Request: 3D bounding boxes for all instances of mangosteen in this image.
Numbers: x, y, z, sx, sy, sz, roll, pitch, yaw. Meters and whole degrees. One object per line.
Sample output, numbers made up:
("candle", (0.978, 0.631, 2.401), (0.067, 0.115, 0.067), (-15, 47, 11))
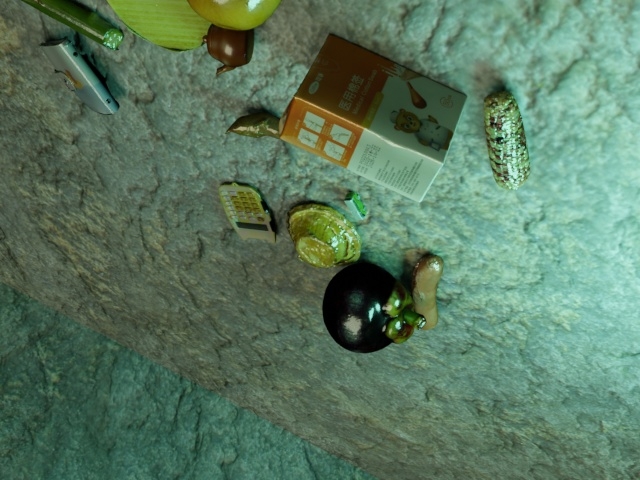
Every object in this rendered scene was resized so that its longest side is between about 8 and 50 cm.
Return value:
("mangosteen", (0.156, 0.202, 2.203), (0.302, 0.275, 0.275), (10, 143, 25))

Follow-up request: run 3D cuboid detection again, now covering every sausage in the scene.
("sausage", (0.301, 0.143, 2.197), (0.087, 0.079, 0.327), (24, 147, 23))

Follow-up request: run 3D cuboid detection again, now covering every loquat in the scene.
("loquat", (-0.166, -0.512, 1.495), (0.208, 0.208, 0.208), (17, 146, 12))

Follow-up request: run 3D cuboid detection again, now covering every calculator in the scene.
("calculator", (-0.213, -0.086, 2.267), (0.157, 0.033, 0.236), (8, 140, 27))

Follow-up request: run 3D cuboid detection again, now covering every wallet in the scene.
("wallet", (-0.631, -0.435, 2.033), (0.170, 0.069, 0.231), (15, 146, 48))

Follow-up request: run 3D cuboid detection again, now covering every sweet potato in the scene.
("sweet potato", (-0.123, -0.285, 1.917), (0.226, 0.068, 0.068), (4, 145, 0))

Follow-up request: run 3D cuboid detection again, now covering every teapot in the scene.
("teapot", (-0.206, -0.444, 1.699), (0.116, 0.116, 0.173), (14, 120, 17))

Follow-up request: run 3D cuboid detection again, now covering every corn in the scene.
("corn", (0.394, -0.216, 1.642), (0.086, 0.086, 0.253), (5, 139, 29))

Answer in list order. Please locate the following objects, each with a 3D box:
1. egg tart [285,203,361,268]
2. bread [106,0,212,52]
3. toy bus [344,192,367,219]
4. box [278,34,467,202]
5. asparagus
("egg tart", (0.000, 0.000, 2.181), (0.241, 0.106, 0.241), (18, 143, 15))
("bread", (-0.360, -0.544, 1.727), (0.301, 0.045, 0.301), (19, 148, 13))
("toy bus", (0.094, -0.090, 2.051), (0.031, 0.037, 0.083), (0, 140, 34))
("box", (0.110, -0.262, 1.639), (0.341, 0.225, 0.143), (24, 144, 1))
("asparagus", (-0.610, -0.549, 1.870), (0.277, 0.060, 0.067), (27, 136, -4))
